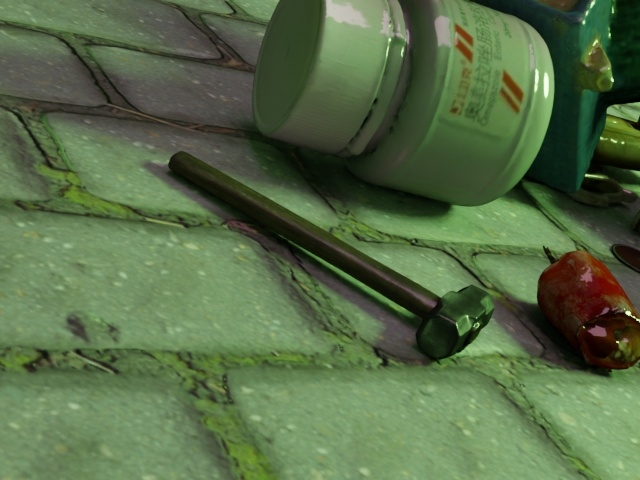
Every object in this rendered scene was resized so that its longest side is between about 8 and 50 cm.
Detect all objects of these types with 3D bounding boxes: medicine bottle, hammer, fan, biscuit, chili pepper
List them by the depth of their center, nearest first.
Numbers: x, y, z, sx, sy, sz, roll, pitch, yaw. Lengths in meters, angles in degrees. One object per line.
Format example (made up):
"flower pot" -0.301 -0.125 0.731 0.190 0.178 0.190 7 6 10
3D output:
"hammer" 0.000 0.000 1.140 0.365 0.043 0.111 30 25 18
"chili pepper" 0.275 0.057 1.223 0.086 0.084 0.192 48 10 -35
"medicine bottle" 0.093 -0.182 1.353 0.302 0.241 0.241 13 26 -23
"fan" 0.447 0.033 1.521 0.133 0.005 0.085 15 24 -17
"biscuit" 0.440 -0.167 1.830 0.290 0.062 0.237 5 19 -40

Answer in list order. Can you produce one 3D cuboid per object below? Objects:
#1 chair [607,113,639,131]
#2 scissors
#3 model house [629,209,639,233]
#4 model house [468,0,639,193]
"chair" 0.670 -0.215 2.034 0.319 0.186 0.160 22 18 2
"scissors" 0.322 -0.100 1.662 0.317 0.024 0.160 6 29 -32
"model house" 0.618 -0.086 1.637 0.169 0.244 0.326 35 25 34
"model house" 0.391 -0.263 1.571 0.382 0.335 0.343 -13 44 -3
